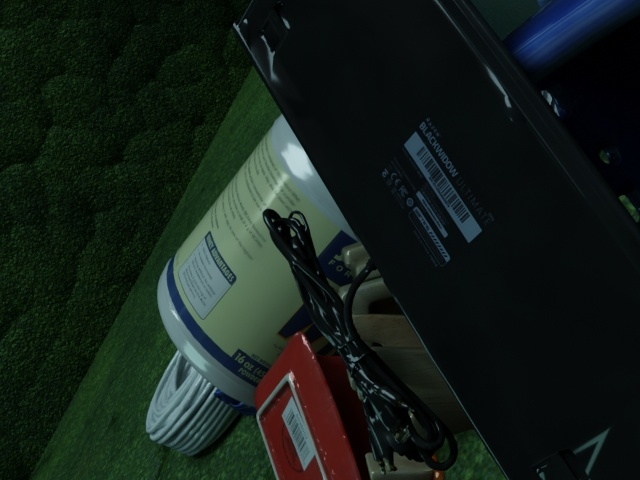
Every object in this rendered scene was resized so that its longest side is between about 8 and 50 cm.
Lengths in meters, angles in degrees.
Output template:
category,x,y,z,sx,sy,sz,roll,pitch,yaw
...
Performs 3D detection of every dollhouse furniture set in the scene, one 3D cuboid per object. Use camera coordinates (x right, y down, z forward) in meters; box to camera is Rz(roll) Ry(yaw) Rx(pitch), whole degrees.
category,x,y,z,sx,sy,sz,roll,pitch,yaw
dollhouse furniture set,0.090,0.074,0.598,0.259,0.135,0.262,-121,24,-85

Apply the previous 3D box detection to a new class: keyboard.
category,x,y,z,sx,sy,sz,roll,pitch,yaw
keyboard,0.045,-0.005,0.419,0.033,0.317,0.201,-12,-26,-41

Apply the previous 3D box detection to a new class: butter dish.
category,x,y,z,sx,sy,sz,roll,pitch,yaw
butter dish,0.023,0.172,0.772,0.160,0.118,0.160,68,151,24

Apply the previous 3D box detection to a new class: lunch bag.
category,x,y,z,sx,sy,sz,roll,pitch,yaw
lunch bag,-0.090,0.192,1.124,0.098,0.067,0.065,-28,33,56

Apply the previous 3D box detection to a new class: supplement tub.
category,x,y,z,sx,sy,sz,roll,pitch,yaw
supplement tub,0.000,0.000,0.928,0.325,0.235,0.235,-50,18,22

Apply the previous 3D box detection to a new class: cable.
category,x,y,z,sx,sy,sz,roll,pitch,yaw
cable,-0.168,0.197,1.304,0.257,0.089,0.257,-60,16,-9

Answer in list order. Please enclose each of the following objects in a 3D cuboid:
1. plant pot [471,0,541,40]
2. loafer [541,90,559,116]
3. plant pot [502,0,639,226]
category,x,y,z,sx,sy,sz,roll,pitch,yaw
plant pot,0.199,-0.371,1.055,0.248,0.247,0.252,-80,12,-54
loafer,0.264,-0.174,0.772,0.078,0.076,0.223,11,73,63
plant pot,0.225,-0.073,0.430,0.236,0.236,0.212,-35,15,50
